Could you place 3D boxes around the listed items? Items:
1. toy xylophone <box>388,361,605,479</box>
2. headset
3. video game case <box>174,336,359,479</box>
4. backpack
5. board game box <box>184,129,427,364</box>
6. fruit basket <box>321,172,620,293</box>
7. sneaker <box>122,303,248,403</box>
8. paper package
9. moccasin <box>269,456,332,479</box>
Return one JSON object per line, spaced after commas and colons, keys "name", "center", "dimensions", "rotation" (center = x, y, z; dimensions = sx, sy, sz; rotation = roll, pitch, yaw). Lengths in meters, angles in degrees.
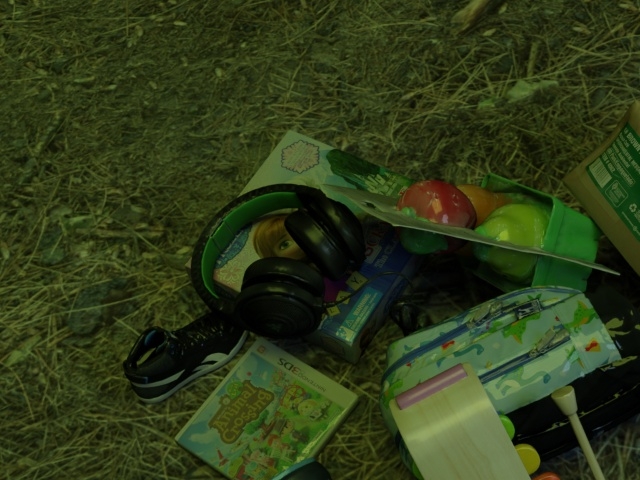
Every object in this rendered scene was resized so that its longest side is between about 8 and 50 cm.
{"name": "toy xylophone", "center": [0.231, 0.301, 1.465], "dimensions": [0.236, 0.322, 0.081], "rotation": [-19, 15, 1]}
{"name": "headset", "center": [-0.012, 0.058, 1.779], "dimensions": [0.394, 0.185, 0.243], "rotation": [20, 66, 38]}
{"name": "video game case", "center": [-0.080, 0.268, 1.766], "dimensions": [0.193, 0.023, 0.212], "rotation": [29, 65, 25]}
{"name": "backpack", "center": [0.258, 0.201, 1.618], "dimensions": [0.356, 0.290, 0.273], "rotation": [-37, 67, -4]}
{"name": "board game box", "center": [0.000, 0.000, 1.912], "dimensions": [0.318, 0.066, 0.318], "rotation": [23, 62, 22]}
{"name": "fruit basket", "center": [0.207, -0.010, 1.719], "dimensions": [0.353, 0.165, 0.327], "rotation": [5, 11, -19]}
{"name": "sneaker", "center": [-0.201, 0.154, 1.804], "dimensions": [0.217, 0.121, 0.079], "rotation": [-38, 60, -17]}
{"name": "paper package", "center": [0.557, -0.013, 1.680], "dimensions": [0.168, 0.310, 0.324], "rotation": [-50, 51, 26]}
{"name": "moccasin", "center": [-0.099, 0.446, 1.601], "dimensions": [0.342, 0.137, 0.117], "rotation": [-45, 64, -5]}
